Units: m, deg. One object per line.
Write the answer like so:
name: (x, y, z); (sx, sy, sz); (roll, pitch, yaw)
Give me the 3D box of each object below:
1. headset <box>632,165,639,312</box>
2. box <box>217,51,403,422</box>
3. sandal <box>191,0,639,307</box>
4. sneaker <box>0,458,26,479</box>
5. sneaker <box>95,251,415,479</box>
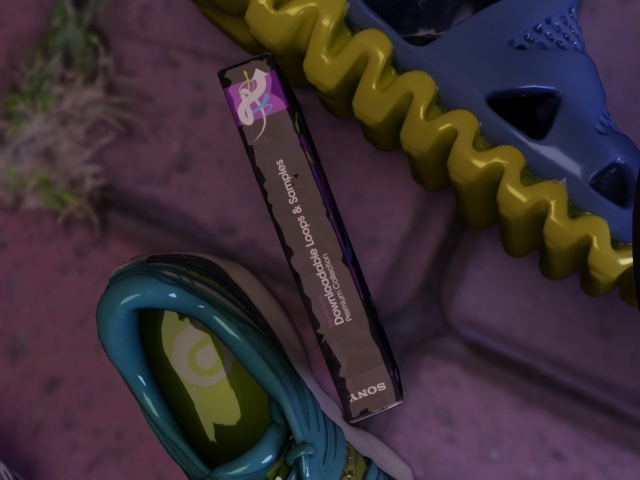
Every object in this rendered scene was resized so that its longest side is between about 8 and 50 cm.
headset: (0.317, 0.030, 0.345); (0.394, 0.185, 0.243); (24, 81, -16)
box: (0.000, 0.000, 0.423); (0.029, 0.116, 0.162); (-20, 87, 4)
sandal: (0.079, -0.089, 0.419); (0.317, 0.126, 0.138); (40, 88, 4)
sneaker: (-0.166, 0.174, 0.456); (0.084, 0.083, 0.215); (-26, 104, 9)
sneaker: (-0.020, 0.124, 0.425); (0.107, 0.110, 0.275); (-40, 86, 3)
